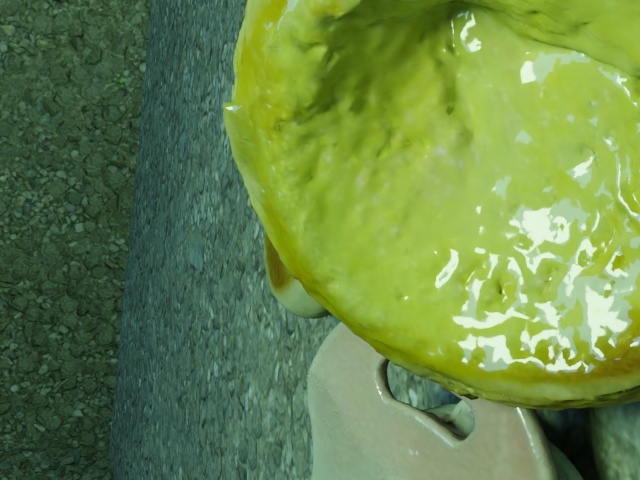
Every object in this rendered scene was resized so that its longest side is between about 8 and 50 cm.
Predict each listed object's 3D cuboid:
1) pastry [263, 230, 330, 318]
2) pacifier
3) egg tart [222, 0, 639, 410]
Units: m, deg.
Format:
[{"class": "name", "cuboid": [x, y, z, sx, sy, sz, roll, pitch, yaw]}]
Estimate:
[{"class": "pastry", "cuboid": [0.000, 0.000, 0.928, 0.156, 0.091, 0.157, 179, 90, -73]}, {"class": "pacifier", "cuboid": [0.038, 0.205, 0.616, 0.220, 0.273, 0.332, -95, 13, -74]}, {"class": "egg tart", "cuboid": [0.098, -0.059, 0.482, 0.120, 0.314, 0.315, -40, -29, -52]}]
